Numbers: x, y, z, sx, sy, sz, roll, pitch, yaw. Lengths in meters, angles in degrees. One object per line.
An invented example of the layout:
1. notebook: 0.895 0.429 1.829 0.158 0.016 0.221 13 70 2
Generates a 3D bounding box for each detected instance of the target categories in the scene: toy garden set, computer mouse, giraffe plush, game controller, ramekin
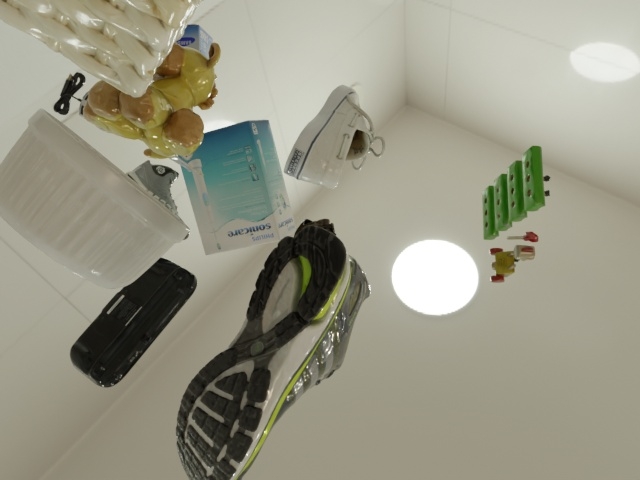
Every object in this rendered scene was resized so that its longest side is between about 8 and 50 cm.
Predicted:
1. toy garden set: 0.377 -0.036 1.068 0.049 0.244 0.204 3 -104 -4
2. computer mouse: -0.499 -0.291 1.242 0.193 0.042 0.106 32 -82 16
3. giraffe plush: -0.218 -0.218 0.831 0.181 0.210 0.171 14 -102 29
4. game controller: -0.427 0.176 1.285 0.166 0.067 0.319 19 -119 37
5. ramekin: -0.261 -0.037 0.633 0.207 0.207 0.109 37 -96 28

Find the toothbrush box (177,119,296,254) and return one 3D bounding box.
1. toothbrush box: -0.208 -0.131 1.401 0.216 0.126 0.296 -12 -83 21

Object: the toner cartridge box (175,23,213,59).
1. toner cartridge box: -0.484 -0.533 1.549 0.347 0.165 0.075 -1 -81 3

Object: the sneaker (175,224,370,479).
1. sneaker: -0.038 0.137 0.585 0.111 0.121 0.300 36 -85 40

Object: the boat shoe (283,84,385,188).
1. boat shoe: 0.057 -0.210 1.169 0.156 0.136 0.367 27 -147 1

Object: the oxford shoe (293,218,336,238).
1. oxford shoe: 0.000 0.000 1.229 0.227 0.082 0.096 31 -77 58

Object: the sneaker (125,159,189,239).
1. sneaker: -0.401 -0.120 1.493 0.086 0.229 0.132 -16 -151 46

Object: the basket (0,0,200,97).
1. basket: -0.150 -0.323 0.321 0.331 0.328 0.267 32 -119 -21
